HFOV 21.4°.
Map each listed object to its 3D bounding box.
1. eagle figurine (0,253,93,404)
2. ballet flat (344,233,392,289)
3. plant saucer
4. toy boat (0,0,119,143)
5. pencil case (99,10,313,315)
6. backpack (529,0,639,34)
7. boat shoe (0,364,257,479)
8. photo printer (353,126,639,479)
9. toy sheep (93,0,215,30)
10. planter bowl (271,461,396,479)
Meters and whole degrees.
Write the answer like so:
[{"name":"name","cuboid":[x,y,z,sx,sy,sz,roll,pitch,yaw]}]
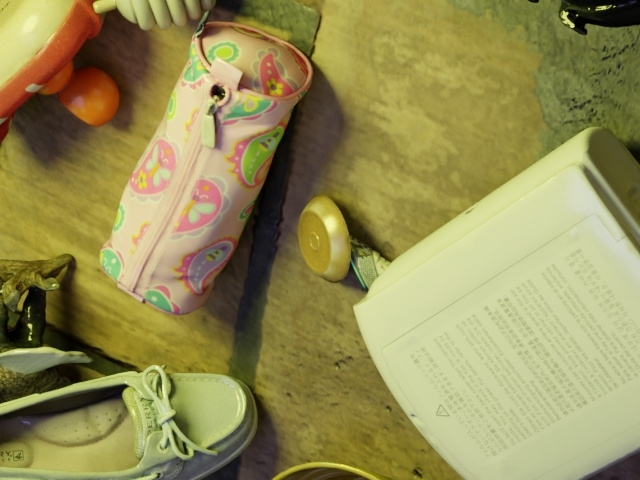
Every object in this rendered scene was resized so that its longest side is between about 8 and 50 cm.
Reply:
[{"name":"eagle figurine","cuboid":[-0.345,0.150,1.760,0.226,0.225,0.298,21,109,8]},{"name":"ballet flat","cuboid":[0.057,0.042,1.564,0.041,0.041,0.114,-14,103,34]},{"name":"plant saucer","cuboid":[0.000,0.000,1.564,0.083,0.015,0.083,31,127,53]},{"name":"toy boat","cuboid":[-0.259,-0.161,1.619,0.151,0.151,0.231,37,130,-23]},{"name":"pencil case","cuboid":[-0.110,-0.066,1.563,0.124,0.124,0.284,37,125,13]},{"name":"backpack","cuboid":[0.274,-0.256,1.188,0.253,0.225,0.191,-1,79,32]},{"name":"boat shoe","cuboid":[-0.215,0.188,1.639,0.103,0.320,0.118,112,149,-68]},{"name":"photo printer","cuboid":[0.191,0.082,1.450,0.307,0.107,0.256,-37,92,36]},{"name":"toy sheep","cuboid":[-0.142,-0.233,1.527,0.132,0.091,0.091,-20,101,0]},{"name":"planter bowl","cuboid":[0.047,0.294,1.638,0.217,0.090,0.217,12,115,27]}]
